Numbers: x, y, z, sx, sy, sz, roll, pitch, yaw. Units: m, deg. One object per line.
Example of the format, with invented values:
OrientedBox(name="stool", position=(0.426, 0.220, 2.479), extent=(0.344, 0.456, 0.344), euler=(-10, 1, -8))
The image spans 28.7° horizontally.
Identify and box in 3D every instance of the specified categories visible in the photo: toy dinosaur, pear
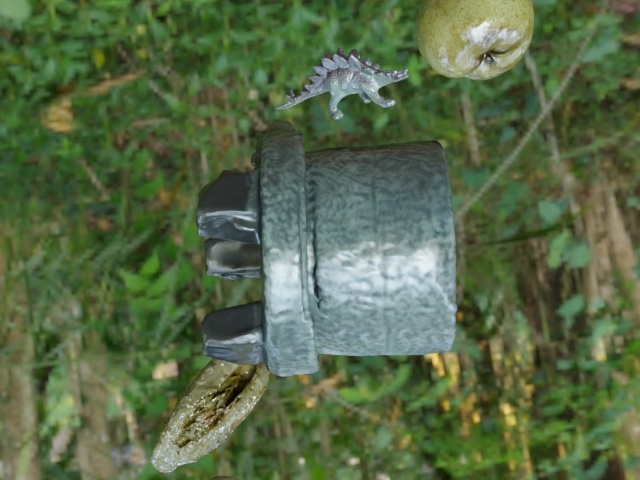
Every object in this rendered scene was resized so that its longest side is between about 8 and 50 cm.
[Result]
OrientedBox(name="toy dinosaur", position=(0.022, -0.193, 1.540), extent=(0.209, 0.082, 0.039), euler=(-11, -158, 42))
OrientedBox(name="pear", position=(0.216, -0.296, 1.731), extent=(0.167, 0.136, 0.167), euler=(-19, 152, -10))

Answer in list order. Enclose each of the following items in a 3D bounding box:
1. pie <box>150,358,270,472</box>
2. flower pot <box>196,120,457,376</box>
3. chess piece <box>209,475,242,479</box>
OrientedBox(name="pie", position=(-0.134, 0.201, 1.513), extent=(0.193, 0.079, 0.163), euler=(-51, -175, -28))
OrientedBox(name="flower pot", position=(0.000, 0.000, 1.403), extent=(0.283, 0.299, 0.299), euler=(-5, 174, 0))
OrientedBox(name="chess piece", position=(-0.128, 0.378, 1.223), extent=(0.139, 0.307, 0.124), euler=(21, 154, -15))
